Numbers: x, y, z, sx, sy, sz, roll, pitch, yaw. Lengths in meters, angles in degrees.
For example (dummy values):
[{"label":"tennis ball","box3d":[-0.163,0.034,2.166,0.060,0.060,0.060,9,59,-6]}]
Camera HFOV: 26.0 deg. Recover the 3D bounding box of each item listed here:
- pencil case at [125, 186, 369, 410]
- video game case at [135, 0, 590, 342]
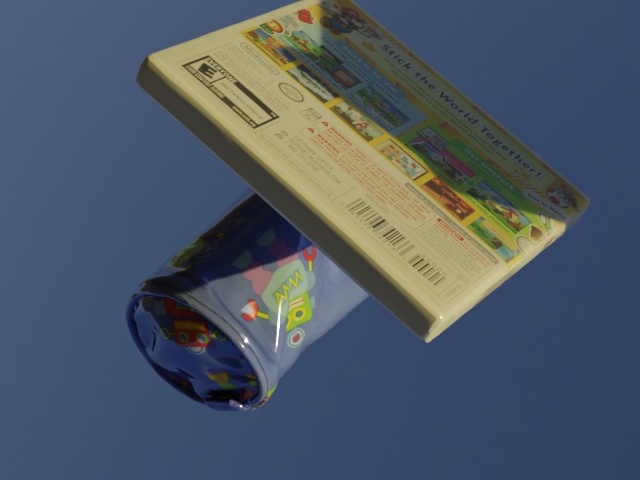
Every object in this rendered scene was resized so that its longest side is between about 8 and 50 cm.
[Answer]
[{"label":"pencil case","box3d":[0.000,0.000,1.012,0.119,0.133,0.306,-9,-152,51]},{"label":"video game case","box3d":[0.033,-0.057,0.835,0.227,0.206,0.026,42,-53,13]}]
